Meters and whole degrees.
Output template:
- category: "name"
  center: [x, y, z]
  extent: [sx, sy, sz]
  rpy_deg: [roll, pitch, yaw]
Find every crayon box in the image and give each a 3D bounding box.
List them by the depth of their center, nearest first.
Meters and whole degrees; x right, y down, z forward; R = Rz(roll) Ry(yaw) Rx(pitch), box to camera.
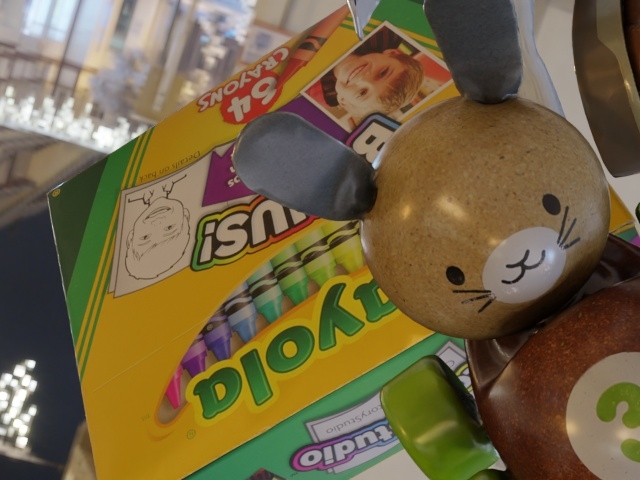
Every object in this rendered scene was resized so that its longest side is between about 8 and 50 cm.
- category: "crayon box"
  center: [0.000, 0.000, 0.817]
  extent: [0.106, 0.363, 0.313]
  rpy_deg: [51, -168, -44]

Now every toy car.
- category: "toy car"
  center: [0.065, 0.005, 0.399]
  extent: [0.188, 0.155, 0.149]
  rpy_deg: [50, -172, -27]

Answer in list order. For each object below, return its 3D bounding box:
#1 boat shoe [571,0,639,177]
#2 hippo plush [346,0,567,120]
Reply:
- category: "boat shoe"
  center: [0.200, -0.146, 0.626]
  extent: [0.104, 0.307, 0.111]
  rpy_deg: [-14, 130, 24]
- category: "hippo plush"
  center: [0.075, -0.246, 0.531]
  extent: [0.234, 0.236, 0.294]
  rpy_deg: [30, -150, -19]
